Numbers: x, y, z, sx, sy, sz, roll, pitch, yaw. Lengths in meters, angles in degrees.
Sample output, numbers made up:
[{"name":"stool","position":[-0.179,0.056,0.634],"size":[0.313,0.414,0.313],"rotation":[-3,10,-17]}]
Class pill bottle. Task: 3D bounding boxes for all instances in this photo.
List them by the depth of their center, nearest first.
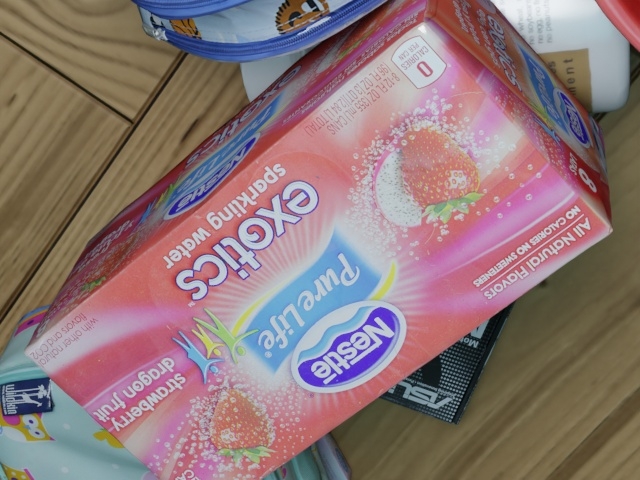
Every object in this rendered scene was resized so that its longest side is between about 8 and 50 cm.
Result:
[{"name":"pill bottle","position":[0.070,-0.135,0.926],"size":[0.229,0.131,0.131],"rotation":[-4,116,10]}]

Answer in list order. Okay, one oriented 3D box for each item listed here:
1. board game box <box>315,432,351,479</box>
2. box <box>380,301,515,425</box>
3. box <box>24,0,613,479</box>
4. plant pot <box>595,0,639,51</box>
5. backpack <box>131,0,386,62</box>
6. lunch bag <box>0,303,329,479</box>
[{"name":"board game box","position":[-0.036,0.159,1.149],"size":[0.090,0.020,0.090],"rotation":[-20,112,18]},{"name":"box","position":[0.042,0.019,1.055],"size":[0.190,0.045,0.184],"rotation":[21,116,-2]},{"name":"box","position":[0.000,0.000,0.848],"size":[0.300,0.142,0.154],"rotation":[-37,106,23]},{"name":"plant pot","position":[0.258,-0.227,0.792],"size":[0.274,0.243,0.275],"rotation":[3,116,6]},{"name":"backpack","position":[-0.037,-0.215,0.790],"size":[0.276,0.263,0.213],"rotation":[-41,116,-6]},{"name":"lunch bag","position":[-0.108,0.165,1.087],"size":[0.224,0.108,0.279],"rotation":[-7,121,25]}]
